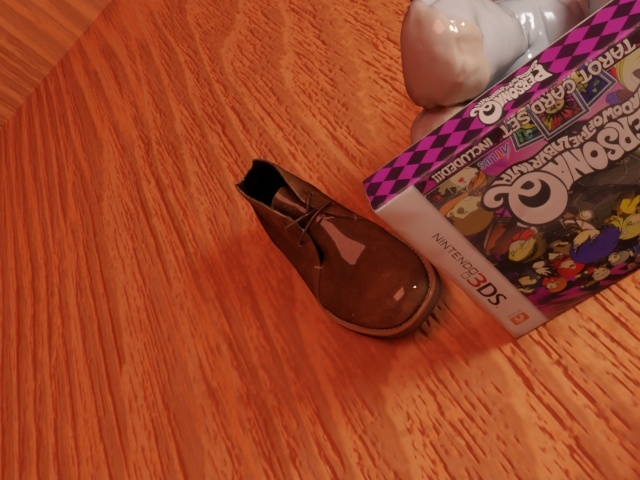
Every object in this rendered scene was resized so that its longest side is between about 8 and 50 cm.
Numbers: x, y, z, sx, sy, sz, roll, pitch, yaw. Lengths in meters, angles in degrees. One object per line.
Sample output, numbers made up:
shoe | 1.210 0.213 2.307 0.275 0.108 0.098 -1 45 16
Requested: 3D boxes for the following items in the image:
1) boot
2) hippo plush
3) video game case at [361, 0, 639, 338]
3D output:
boot | 0.000 0.000 0.723 0.112 0.115 0.305 -51 38 -1
hippo plush | 0.204 -0.130 0.577 0.237 0.294 0.234 -2 82 17
video game case | 0.182 -0.041 0.489 0.232 0.210 0.041 -35 41 20
